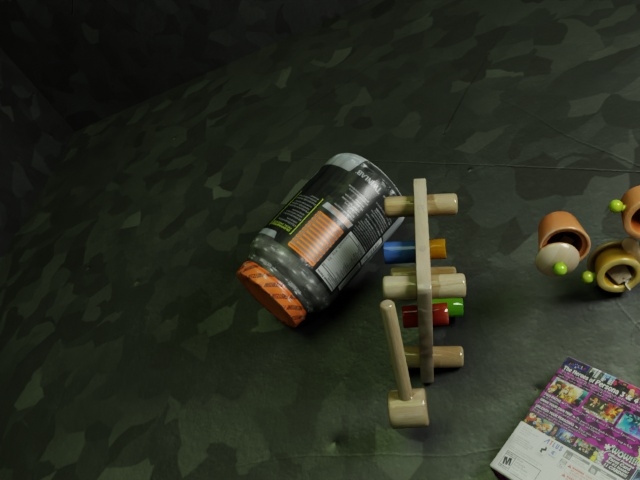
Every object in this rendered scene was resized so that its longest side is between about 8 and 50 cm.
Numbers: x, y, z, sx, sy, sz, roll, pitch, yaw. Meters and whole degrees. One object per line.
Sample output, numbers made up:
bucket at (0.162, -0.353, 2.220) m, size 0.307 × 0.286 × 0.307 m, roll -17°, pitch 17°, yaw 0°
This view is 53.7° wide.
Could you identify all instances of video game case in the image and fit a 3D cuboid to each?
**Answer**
video game case at (0.381, 0.287, 0.845) m, size 0.210 × 0.042 × 0.232 m, roll -47°, pitch 40°, yaw -17°

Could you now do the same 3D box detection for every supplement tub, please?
supplement tub at (0.000, 0.000, 1.294) m, size 0.338 × 0.207 × 0.207 m, roll -47°, pitch 40°, yaw -16°

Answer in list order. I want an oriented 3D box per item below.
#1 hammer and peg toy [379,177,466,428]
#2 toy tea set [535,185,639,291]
hammer and peg toy at (0.170, 0.101, 1.022) m, size 0.127 × 0.266 × 0.361 m, roll -2°, pitch 44°, yaw 9°
toy tea set at (0.495, 0.014, 0.930) m, size 0.335 × 0.200 × 0.124 m, roll -18°, pitch 33°, yaw 20°
